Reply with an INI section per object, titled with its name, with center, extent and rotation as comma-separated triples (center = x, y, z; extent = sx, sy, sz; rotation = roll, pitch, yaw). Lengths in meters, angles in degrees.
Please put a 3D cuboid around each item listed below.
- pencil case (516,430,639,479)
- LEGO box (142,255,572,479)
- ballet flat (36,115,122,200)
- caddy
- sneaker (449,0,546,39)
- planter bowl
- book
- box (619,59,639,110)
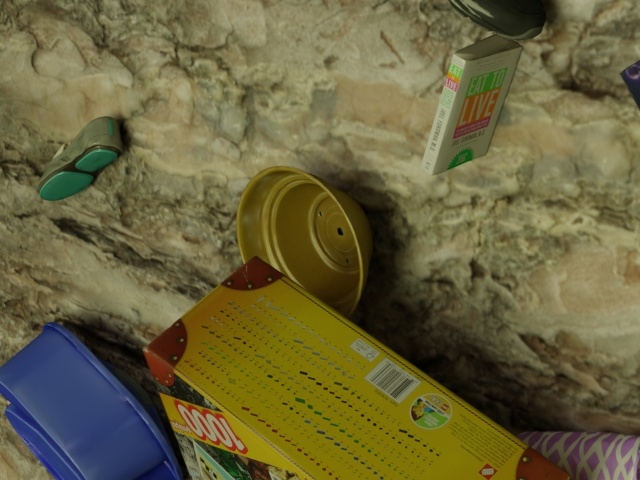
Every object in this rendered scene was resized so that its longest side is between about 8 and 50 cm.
[pencil case]
center = 0.301, 0.261, 1.614
extent = 0.206, 0.088, 0.086
rotation = -7, 125, 49
[LEGO box]
center = 0.052, 0.303, 1.710
extent = 0.500, 0.193, 0.372
rotation = 33, 152, 33
[ballet flat]
center = -0.358, -0.125, 2.145
extent = 0.213, 0.072, 0.068
rotation = -29, 58, 47
[caddy]
center = -0.350, 0.277, 2.222
extent = 0.341, 0.179, 0.241
rotation = 42, 156, 25
[sneaker]
center = 0.155, -0.328, 1.499
extent = 0.267, 0.101, 0.106
rotation = 55, 134, 12
[planter bowl]
center = 0.000, 0.000, 1.804
extent = 0.217, 0.090, 0.217
rotation = 20, 120, 38
[book]
center = 0.161, -0.148, 1.573
extent = 0.035, 0.096, 0.144
rotation = 36, 130, 29
[box]
center = 0.407, -0.145, 1.317
extent = 0.207, 0.108, 0.153
rotation = -34, 82, 47
